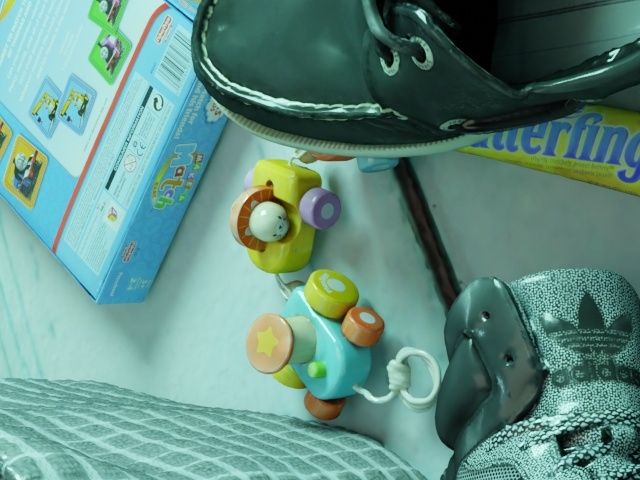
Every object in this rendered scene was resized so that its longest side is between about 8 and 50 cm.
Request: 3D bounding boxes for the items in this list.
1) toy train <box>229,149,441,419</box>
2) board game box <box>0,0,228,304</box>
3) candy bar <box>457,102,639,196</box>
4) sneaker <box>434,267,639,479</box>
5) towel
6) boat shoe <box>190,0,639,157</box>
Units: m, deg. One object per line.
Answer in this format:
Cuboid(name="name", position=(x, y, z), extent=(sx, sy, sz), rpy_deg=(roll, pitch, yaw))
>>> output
Cuboid(name="toy train", position=(0.000, 0.000, 0.646), extent=(0.125, 0.046, 0.166), rpy_deg=(-18, 78, 51))
Cuboid(name="board game box", position=(-0.137, -0.090, 0.789), extent=(0.211, 0.039, 0.160), rpy_deg=(42, 116, 34))
Cuboid(name="candy bar", position=(0.106, -0.040, 0.583), extent=(0.161, 0.018, 0.040), rpy_deg=(18, 101, 40))
Cuboid(name="sneaker", position=(0.098, 0.082, 0.483), extent=(0.268, 0.101, 0.153), rpy_deg=(154, 120, -72))
Cuboid(name="towel", position=(-0.118, 0.119, 0.639), extent=(0.283, 0.235, 0.121), rpy_deg=(11, 93, 41))
Cuboid(name="boat shoe", position=(0.072, -0.103, 0.518), extent=(0.340, 0.113, 0.127), rpy_deg=(0, 84, 33))
